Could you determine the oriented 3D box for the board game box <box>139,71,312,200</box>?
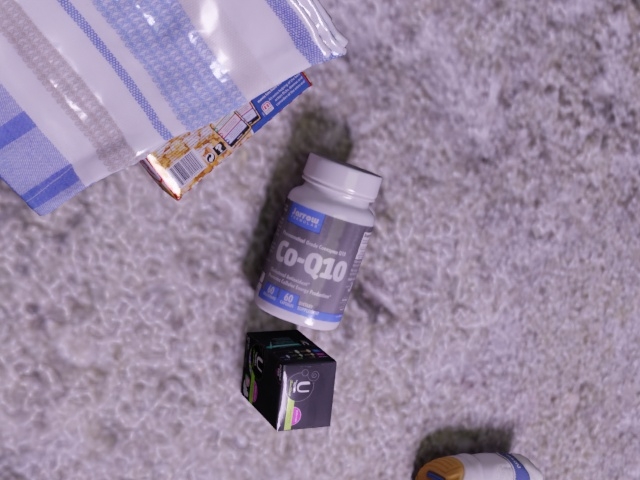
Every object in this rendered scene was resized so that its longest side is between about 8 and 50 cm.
[{"bbox_3d":[-0.118,-0.150,0.890,0.147,0.045,0.193,-41,119,-9],"label":"board game box"}]

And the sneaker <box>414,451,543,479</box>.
[{"bbox_3d":[0.165,0.352,1.148,0.131,0.112,0.296,-5,108,-25],"label":"sneaker"}]

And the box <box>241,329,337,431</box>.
[{"bbox_3d":[-0.028,0.119,0.995,0.052,0.083,0.062,-1,106,-26],"label":"box"}]

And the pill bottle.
[{"bbox_3d":[0.000,0.000,0.976,0.078,0.078,0.137,14,99,-29],"label":"pill bottle"}]

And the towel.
[{"bbox_3d":[-0.150,-0.144,0.798,0.285,0.034,0.209,-26,125,17],"label":"towel"}]
